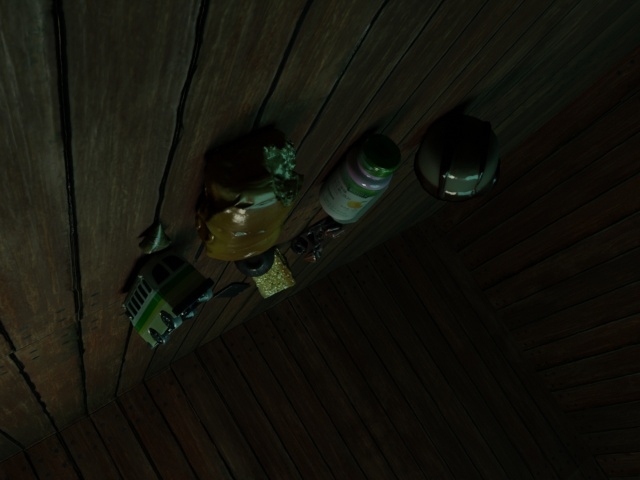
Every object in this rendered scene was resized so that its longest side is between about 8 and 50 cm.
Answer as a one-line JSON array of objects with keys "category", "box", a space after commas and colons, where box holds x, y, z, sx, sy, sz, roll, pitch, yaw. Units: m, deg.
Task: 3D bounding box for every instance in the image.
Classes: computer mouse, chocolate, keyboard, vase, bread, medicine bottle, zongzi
[{"category": "computer mouse", "box": [0.122, -0.145, 1.904, 0.231, 0.079, 0.127, -48, 150, 22]}, {"category": "chocolate", "box": [0.428, -0.271, 1.876, 0.283, 0.284, 0.186, -30, 153, -14]}, {"category": "keyboard", "box": [-0.355, 0.202, 2.402, 0.103, 0.041, 0.381, -34, 178, 4]}, {"category": "vase", "box": [-0.195, 0.043, 1.834, 0.120, 0.120, 0.183, -33, -175, 1]}, {"category": "bread", "box": [-0.174, 0.114, 2.177, 0.147, 0.152, 0.127, -30, 163, -2]}, {"category": "bread", "box": [-0.145, -0.068, 1.213, 0.195, 0.149, 0.344, -30, 171, -22]}, {"category": "medicine bottle", "box": [0.103, -0.167, 1.617, 0.133, 0.134, 0.274, -27, 169, -32]}, {"category": "zongzi", "box": [-0.329, -0.015, 1.269, 0.083, 0.040, 0.076, -55, 170, 23]}]

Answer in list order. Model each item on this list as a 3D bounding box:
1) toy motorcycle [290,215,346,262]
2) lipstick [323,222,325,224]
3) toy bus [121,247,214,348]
[{"category": "toy motorcycle", "box": [0.000, 0.000, 2.225, 0.212, 0.118, 0.084, -33, 163, -1]}, {"category": "lipstick", "box": [0.047, -0.075, 2.312, 0.094, 0.019, 0.019, -33, 171, 8]}, {"category": "toy bus", "box": [-0.384, 0.143, 1.503, 0.133, 0.165, 0.276, -44, -179, -38]}]
